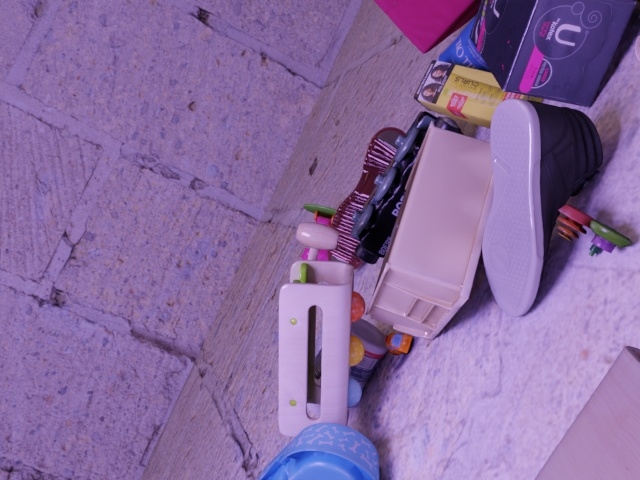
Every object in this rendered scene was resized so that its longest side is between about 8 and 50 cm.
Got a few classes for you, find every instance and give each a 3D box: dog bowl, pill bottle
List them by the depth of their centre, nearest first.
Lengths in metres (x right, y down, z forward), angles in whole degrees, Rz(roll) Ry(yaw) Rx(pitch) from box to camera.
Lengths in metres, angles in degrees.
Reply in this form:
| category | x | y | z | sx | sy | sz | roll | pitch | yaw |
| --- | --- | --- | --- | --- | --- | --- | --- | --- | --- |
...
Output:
| category | x | y | z | sx | sy | sz | roll | pitch | yaw |
| --- | --- | --- | --- | --- | --- | --- | --- | --- | --- |
| dog bowl | -0.013 | 0.403 | 1.154 | 0.297 | 0.166 | 0.074 | -53 | 8 | 37 |
| pill bottle | 0.040 | 0.240 | 1.319 | 0.180 | 0.108 | 0.108 | -59 | 16 | 16 |
| pill bottle | 0.299 | -0.344 | 1.370 | 0.221 | 0.124 | 0.124 | -44 | 25 | 54 |

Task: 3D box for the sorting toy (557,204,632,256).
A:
| category | x | y | z | sx | sy | sz | roll | pitch | yaw |
| --- | --- | --- | --- | --- | --- | --- | --- | --- | --- |
| sorting toy | 0.326 | -0.005 | 0.849 | 0.042 | 0.061 | 0.102 | -62 | 34 | 13 |

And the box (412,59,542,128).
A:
| category | x | y | z | sx | sy | sz | roll | pitch | yaw |
| --- | --- | --- | --- | --- | --- | --- | --- | --- | --- |
| box | 0.275 | -0.254 | 1.246 | 0.232 | 0.058 | 0.087 | 32 | 96 | 47 |

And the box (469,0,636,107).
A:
| category | x | y | z | sx | sy | sz | roll | pitch | yaw |
| --- | --- | --- | --- | --- | --- | --- | --- | --- | --- |
| box | 0.346 | -0.341 | 1.097 | 0.270 | 0.144 | 0.165 | -91 | 13 | -58 |

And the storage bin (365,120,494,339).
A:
| category | x | y | z | sx | sy | sz | roll | pitch | yaw |
| --- | --- | --- | --- | --- | --- | --- | --- | --- | --- |
| storage bin | 0.176 | -0.005 | 1.115 | 0.260 | 0.123 | 0.262 | 98 | -170 | -68 |

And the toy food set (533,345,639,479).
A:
| category | x | y | z | sx | sy | sz | roll | pitch | yaw |
| --- | --- | --- | --- | --- | --- | --- | --- | --- | --- |
| toy food set | 0.279 | 0.246 | 0.586 | 0.219 | 0.092 | 0.306 | -61 | 7 | 14 |

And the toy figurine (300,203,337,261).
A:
| category | x | y | z | sx | sy | sz | roll | pitch | yaw |
| --- | --- | --- | --- | --- | --- | --- | --- | --- | --- |
| toy figurine | 0.000 | 0.000 | 1.881 | 0.173 | 0.130 | 0.159 | 65 | -141 | -81 |

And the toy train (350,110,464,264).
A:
| category | x | y | z | sx | sy | sz | roll | pitch | yaw |
| --- | --- | --- | --- | --- | --- | --- | --- | --- | --- |
| toy train | 0.174 | -0.107 | 1.413 | 0.333 | 0.142 | 0.190 | -60 | 3 | 21 |

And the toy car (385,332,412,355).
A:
| category | x | y | z | sx | sy | sz | roll | pitch | yaw |
| --- | --- | --- | --- | --- | --- | --- | --- | --- | --- |
| toy car | 0.149 | 0.145 | 1.238 | 0.122 | 0.041 | 0.060 | -65 | 15 | -2 |

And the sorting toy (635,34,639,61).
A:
| category | x | y | z | sx | sy | sz | roll | pitch | yaw |
| --- | --- | --- | --- | --- | --- | --- | --- | --- | --- |
| sorting toy | 0.435 | -0.225 | 0.886 | 0.083 | 0.045 | 0.075 | -160 | 88 | -74 |

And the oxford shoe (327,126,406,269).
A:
| category | x | y | z | sx | sy | sz | roll | pitch | yaw |
| --- | --- | --- | --- | --- | --- | --- | --- | --- | --- |
| oxford shoe | 0.124 | -0.087 | 1.628 | 0.348 | 0.123 | 0.130 | -64 | -11 | 7 |

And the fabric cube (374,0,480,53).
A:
| category | x | y | z | sx | sy | sz | roll | pitch | yaw |
| --- | --- | --- | --- | --- | --- | --- | --- | --- | --- |
| fabric cube | 0.270 | -0.616 | 1.511 | 0.254 | 0.259 | 0.258 | -42 | 0 | -36 |

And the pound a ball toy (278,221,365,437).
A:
| category | x | y | z | sx | sy | sz | roll | pitch | yaw |
| --- | --- | --- | --- | --- | --- | --- | --- | --- | --- |
| pound a ball toy | 0.011 | 0.146 | 1.199 | 0.208 | 0.136 | 0.319 | -68 | -19 | -72 |

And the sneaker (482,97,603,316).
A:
| category | x | y | z | sx | sy | sz | roll | pitch | yaw |
| --- | --- | --- | --- | --- | --- | --- | --- | --- | --- |
| sneaker | 0.304 | -0.044 | 0.939 | 0.105 | 0.147 | 0.295 | 25 | 121 | 58 |
